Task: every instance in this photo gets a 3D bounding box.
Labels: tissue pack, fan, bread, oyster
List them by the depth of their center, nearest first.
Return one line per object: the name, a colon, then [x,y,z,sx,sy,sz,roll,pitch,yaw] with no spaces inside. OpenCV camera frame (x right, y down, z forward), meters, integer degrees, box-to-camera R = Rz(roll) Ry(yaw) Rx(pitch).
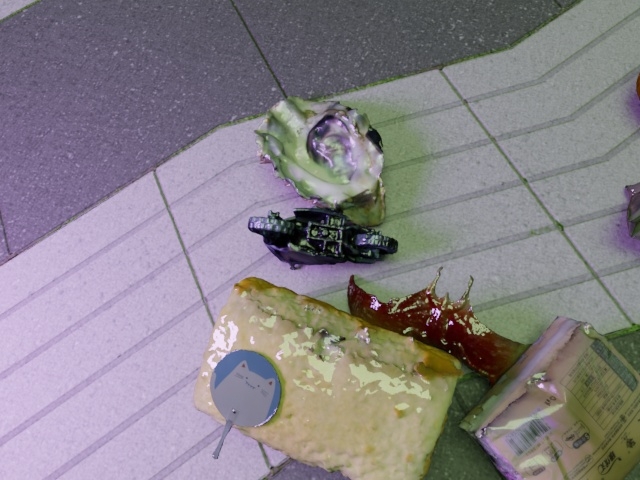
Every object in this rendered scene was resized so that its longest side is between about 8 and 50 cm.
fan: [-0.123,0.244,0.754,0.113,0.005,0.175,26,97,17]
tissue pack: [0.372,0.272,0.778,0.256,0.123,0.215,-40,87,-10]
bread: [0.011,0.219,0.806,0.375,0.165,0.237,22,93,13]
oyster: [0.006,-0.165,1.028,0.238,0.115,0.351,-35,73,-19]

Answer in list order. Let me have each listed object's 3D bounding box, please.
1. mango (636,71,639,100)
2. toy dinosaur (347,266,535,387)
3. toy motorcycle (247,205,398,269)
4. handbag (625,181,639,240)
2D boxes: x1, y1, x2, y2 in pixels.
mango: [0.731,-0.277,0.988,0.236,0.136,0.166,20,57,0]
toy dinosaur: [0.211,0.146,0.889,0.327,0.113,0.207,-9,92,13]
toy motorcycle: [0.000,0.000,0.948,0.270,0.159,0.106,10,77,-7]
handbag: [0.648,-0.015,0.876,0.270,0.117,0.182,31,38,23]
